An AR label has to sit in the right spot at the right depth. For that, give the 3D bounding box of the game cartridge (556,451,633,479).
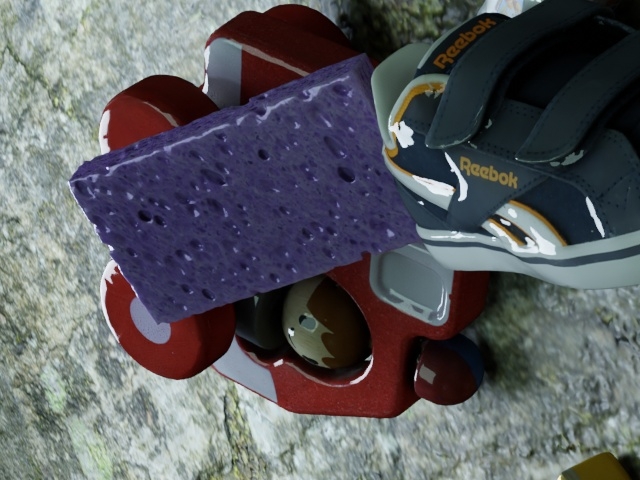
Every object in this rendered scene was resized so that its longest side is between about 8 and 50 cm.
[{"bbox_3d":[0.218,0.331,1.112,0.324,0.052,0.285,53,150,29],"label":"game cartridge"}]

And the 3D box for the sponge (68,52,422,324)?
[{"bbox_3d":[-0.040,-0.026,1.109,0.210,0.031,0.117,-18,117,27],"label":"sponge"}]

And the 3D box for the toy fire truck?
[{"bbox_3d":[0.000,0.000,1.213,0.254,0.169,0.302,26,131,29],"label":"toy fire truck"}]

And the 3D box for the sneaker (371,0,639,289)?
[{"bbox_3d":[0.121,-0.055,0.914,0.127,0.126,0.321,60,155,-14],"label":"sneaker"}]

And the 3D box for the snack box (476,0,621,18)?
[{"bbox_3d":[0.129,-0.136,0.993,0.064,0.022,0.178,60,153,18],"label":"snack box"}]
